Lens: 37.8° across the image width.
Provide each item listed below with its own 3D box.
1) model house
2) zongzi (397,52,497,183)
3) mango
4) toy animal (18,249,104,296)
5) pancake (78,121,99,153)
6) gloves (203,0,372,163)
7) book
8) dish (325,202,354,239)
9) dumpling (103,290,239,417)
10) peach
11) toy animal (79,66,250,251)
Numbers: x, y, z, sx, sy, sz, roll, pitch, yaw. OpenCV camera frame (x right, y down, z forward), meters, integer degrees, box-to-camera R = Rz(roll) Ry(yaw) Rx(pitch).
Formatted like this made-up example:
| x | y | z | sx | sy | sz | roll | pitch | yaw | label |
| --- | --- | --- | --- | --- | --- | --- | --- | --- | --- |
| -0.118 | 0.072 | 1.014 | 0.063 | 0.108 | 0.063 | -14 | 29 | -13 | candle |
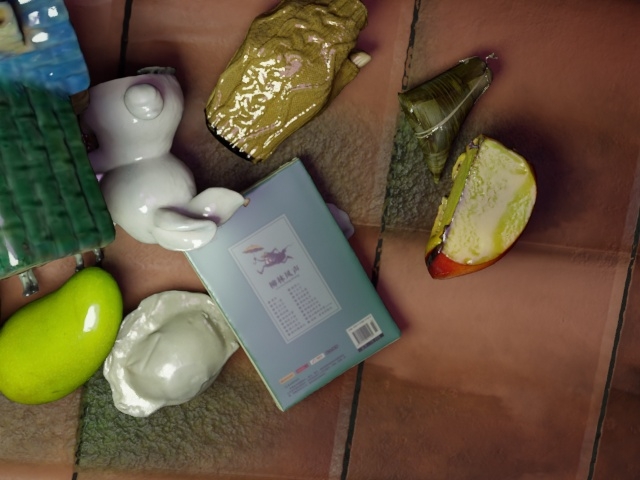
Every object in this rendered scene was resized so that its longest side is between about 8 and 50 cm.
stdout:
| x | y | z | sx | sy | sz | roll | pitch | yaw | label |
| --- | --- | --- | --- | --- | --- | --- | --- | --- | --- |
| -0.491 | -0.156 | 1.249 | 0.395 | 0.400 | 0.445 | -18 | 93 | -15 | model house |
| 0.251 | -0.221 | 1.678 | 0.187 | 0.084 | 0.184 | -30 | 116 | -7 | zongzi |
| -0.438 | 0.164 | 1.568 | 0.293 | 0.143 | 0.175 | -41 | 70 | 20 | mango |
| -0.491 | -0.003 | 1.584 | 0.217 | 0.073 | 0.176 | -25 | 95 | -25 | toy animal |
| -0.473 | -0.185 | 1.571 | 0.244 | 0.057 | 0.266 | 10 | 90 | -17 | pancake |
| -0.045 | -0.293 | 1.576 | 0.203 | 0.155 | 0.356 | 37 | 89 | -16 | gloves |
| -0.053 | 0.079 | 1.648 | 0.264 | 0.031 | 0.379 | -31 | 100 | -8 | book |
| 0.000 | 0.000 | 1.688 | 0.091 | 0.039 | 0.137 | 37 | 91 | -13 | dish |
| -0.262 | 0.187 | 1.625 | 0.258 | 0.147 | 0.193 | -30 | 94 | -20 | dumpling |
| 0.289 | -0.043 | 1.663 | 0.154 | 0.159 | 0.267 | 19 | 94 | 0 | peach |
| -0.277 | -0.123 | 1.535 | 0.183 | 0.247 | 0.310 | -12 | 88 | -48 | toy animal |
